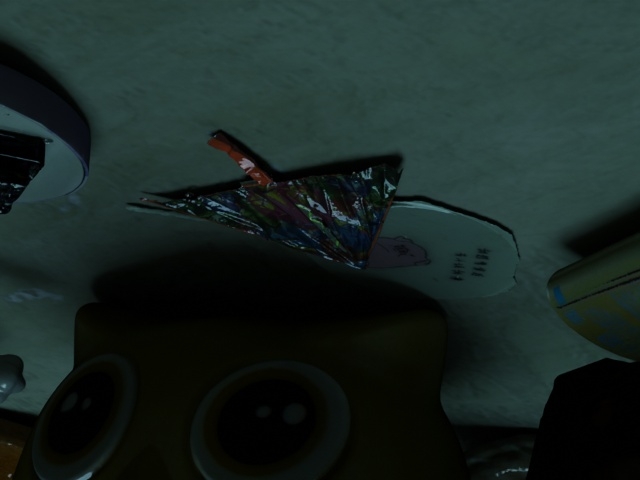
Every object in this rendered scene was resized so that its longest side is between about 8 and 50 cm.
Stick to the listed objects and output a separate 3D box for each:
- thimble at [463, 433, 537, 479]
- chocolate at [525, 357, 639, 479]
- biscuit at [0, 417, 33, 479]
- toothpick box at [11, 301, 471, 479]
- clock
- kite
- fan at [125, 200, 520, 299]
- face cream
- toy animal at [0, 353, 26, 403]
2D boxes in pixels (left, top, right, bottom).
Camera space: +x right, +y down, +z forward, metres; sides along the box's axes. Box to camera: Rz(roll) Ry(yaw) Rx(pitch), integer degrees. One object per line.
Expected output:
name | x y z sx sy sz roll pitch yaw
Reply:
thimble | 0.209 0.289 1.707 0.229 0.196 0.148 -25 151 4
chocolate | 0.382 0.248 1.362 0.331 0.383 0.383 -11 147 34
biscuit | -0.376 0.249 1.993 0.306 0.043 0.284 -15 132 38
toothpick box | -0.068 0.264 1.492 0.409 0.425 0.409 4 171 1
clock | -0.252 -0.065 1.266 0.198 0.064 0.172 11 158 -25
kite | -0.026 -0.024 1.338 0.232 0.009 0.189 -10 142 36
fan | 0.000 0.001 1.397 0.310 0.010 0.182 8 155 4
face cream | 0.293 0.016 1.245 0.139 0.067 0.285 20 154 -24
toy animal | -0.388 0.052 1.528 0.282 0.138 0.140 15 163 -25
